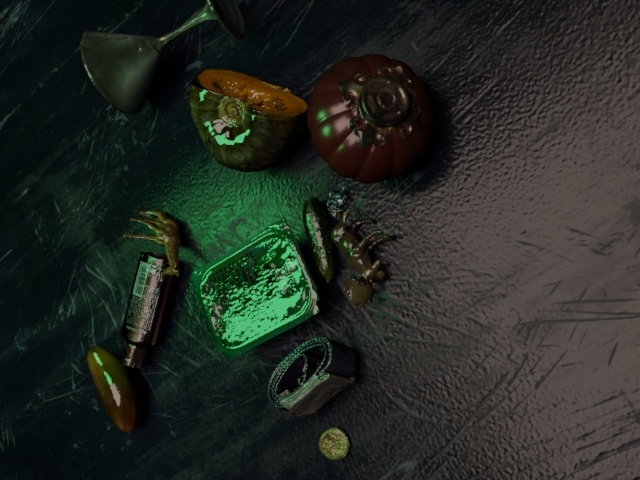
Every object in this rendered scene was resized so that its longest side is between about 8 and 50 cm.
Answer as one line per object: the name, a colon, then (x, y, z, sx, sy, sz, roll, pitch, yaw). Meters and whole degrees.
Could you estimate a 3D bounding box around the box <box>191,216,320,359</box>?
box: (-0.152, 0.133, 1.932, 0.337, 0.106, 0.264, -29, 74, 22)

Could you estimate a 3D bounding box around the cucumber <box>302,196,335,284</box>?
cucumber: (0.000, 0.000, 1.886, 0.069, 0.069, 0.227, -18, 80, 25)

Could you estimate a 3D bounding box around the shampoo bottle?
shampoo bottle: (-0.494, 0.200, 2.120, 0.129, 0.084, 0.322, 15, 94, 17)

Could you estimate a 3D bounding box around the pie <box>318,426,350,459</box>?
pie: (0.035, 0.507, 1.849, 0.084, 0.021, 0.084, -3, 84, 23)

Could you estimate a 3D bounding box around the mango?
mango: (-0.585, 0.417, 2.126, 0.267, 0.111, 0.133, 60, 153, 14)

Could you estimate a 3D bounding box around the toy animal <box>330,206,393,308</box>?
toy animal: (0.095, 0.044, 1.826, 0.186, 0.094, 0.214, -47, 60, 12)

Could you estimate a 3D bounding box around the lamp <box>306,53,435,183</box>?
lamp: (0.118, -0.283, 1.733, 0.303, 0.257, 0.303, 2, 80, -10)

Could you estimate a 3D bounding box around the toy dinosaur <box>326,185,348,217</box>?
toy dinosaur: (0.045, -0.100, 1.888, 0.047, 0.031, 0.083, 18, 95, 27)

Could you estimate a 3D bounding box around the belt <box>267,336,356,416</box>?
belt: (-0.016, 0.340, 1.835, 0.230, 0.126, 0.139, -43, 45, 19)

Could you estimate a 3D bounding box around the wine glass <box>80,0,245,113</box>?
wine glass: (-0.427, -0.559, 2.058, 0.406, 0.267, 0.267, -26, 74, 19)

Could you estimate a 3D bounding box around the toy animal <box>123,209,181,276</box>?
toy animal: (-0.444, 0.001, 2.085, 0.275, 0.149, 0.054, 40, 143, 30)

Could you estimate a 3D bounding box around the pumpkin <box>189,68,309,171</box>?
pumpkin: (-0.190, -0.305, 1.954, 0.325, 0.242, 0.232, 30, 129, 22)
